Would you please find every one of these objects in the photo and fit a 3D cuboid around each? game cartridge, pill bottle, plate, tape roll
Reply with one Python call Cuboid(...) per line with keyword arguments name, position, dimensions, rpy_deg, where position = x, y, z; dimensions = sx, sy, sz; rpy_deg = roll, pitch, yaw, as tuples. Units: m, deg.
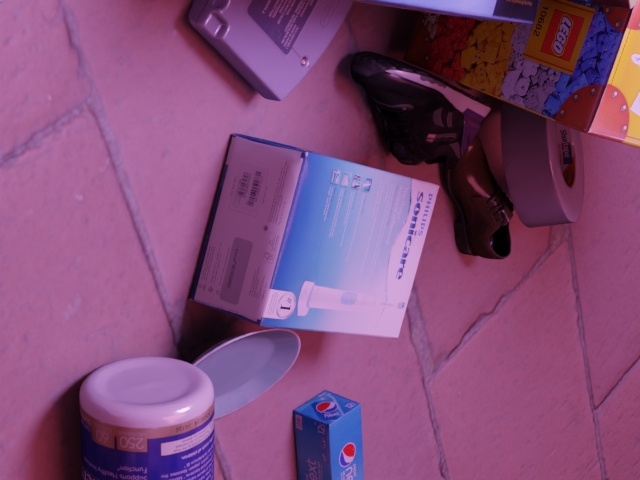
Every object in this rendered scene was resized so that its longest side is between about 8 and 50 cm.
Cuboid(name="game cartridge", position=(-0.029, -0.325, 1.708), dimensions=(0.196, 0.060, 0.294), rpy_deg=(42, 71, -47))
Cuboid(name="pill bottle", position=(-0.198, 0.281, 1.664), dimensions=(0.153, 0.153, 0.264), rpy_deg=(-21, 120, -45))
Cuboid(name="plate", position=(-0.111, 0.161, 1.774), dimensions=(0.188, 0.024, 0.188), rpy_deg=(-26, 153, -15))
Cuboid(name="tape roll", position=(0.335, -0.131, 2.157), dimensions=(0.219, 0.072, 0.219), rpy_deg=(-7, 90, -66))

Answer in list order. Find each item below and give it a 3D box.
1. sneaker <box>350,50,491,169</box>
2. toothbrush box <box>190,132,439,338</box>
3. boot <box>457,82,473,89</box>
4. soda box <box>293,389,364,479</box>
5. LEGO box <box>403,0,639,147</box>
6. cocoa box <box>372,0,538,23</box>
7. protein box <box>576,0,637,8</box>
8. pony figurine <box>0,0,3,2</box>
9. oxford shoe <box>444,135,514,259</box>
Cuboid(name="sneaker", position=(0.128, -0.162, 1.933), dimensions=(0.283, 0.107, 0.124), rpy_deg=(17, 98, -52))
Cuboid(name="toothbrush box", position=(0.000, 0.000, 1.817), dimensions=(0.296, 0.126, 0.216), rpy_deg=(9, 97, -51))
Cuboid(name="boot", position=(0.209, -0.306, 1.996), dimensions=(0.086, 0.069, 0.190), rpy_deg=(-41, 133, -26))
Cuboid(name="soda box", position=(0.014, 0.322, 2.017), dimensions=(0.071, 0.067, 0.210), rpy_deg=(-29, 126, -42))
Cuboid(name="LEGO box", position=(0.427, -0.233, 1.891), dimensions=(0.500, 0.372, 0.193), rpy_deg=(10, 104, -37))
Cuboid(name="cocoa box", position=(0.081, -0.374, 1.589), dimensions=(0.347, 0.231, 0.227), rpy_deg=(-4, 107, -52))
Cuboid(name="protein box", position=(0.310, -0.395, 1.572), dimensions=(0.201, 0.136, 0.199), rpy_deg=(-49, 138, -33))
Cuboid(name="pony figurine", position=(-0.269, -0.416, 1.234), dimensions=(0.363, 0.303, 0.351), rpy_deg=(-31, 95, -36))
Cuboid(name="oxford shoe", position=(0.244, -0.068, 2.122), dimensions=(0.083, 0.096, 0.227), rpy_deg=(-44, 133, -29))
